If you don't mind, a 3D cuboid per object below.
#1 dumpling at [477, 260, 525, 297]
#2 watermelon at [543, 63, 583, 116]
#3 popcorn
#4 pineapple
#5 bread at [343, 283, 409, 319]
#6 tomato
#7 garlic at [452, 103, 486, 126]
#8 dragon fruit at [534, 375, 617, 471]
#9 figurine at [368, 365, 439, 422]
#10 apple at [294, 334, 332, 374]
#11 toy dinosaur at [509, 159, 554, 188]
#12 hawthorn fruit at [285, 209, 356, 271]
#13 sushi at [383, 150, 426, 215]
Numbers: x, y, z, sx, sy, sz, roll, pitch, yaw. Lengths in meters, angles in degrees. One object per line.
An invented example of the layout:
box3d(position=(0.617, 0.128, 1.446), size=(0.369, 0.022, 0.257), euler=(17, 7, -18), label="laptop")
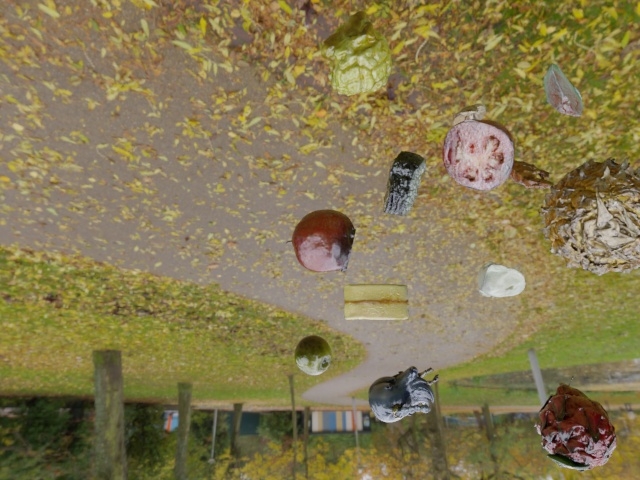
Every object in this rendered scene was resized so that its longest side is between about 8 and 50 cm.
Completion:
box3d(position=(0.616, 0.138, 1.365), size=(0.154, 0.112, 0.181), euler=(11, 173, 9), label="dumpling")
box3d(position=(0.722, -0.443, 1.203), size=(0.180, 0.094, 0.081), euler=(46, 122, -10), label="watermelon")
box3d(position=(0.118, -0.602, 1.295), size=(0.236, 0.252, 0.205), euler=(-22, -162, -34), label="popcorn")
box3d(position=(0.833, -0.071, 1.175), size=(0.352, 0.353, 0.300), euler=(-15, -169, 30), label="pineapple")
box3d(position=(0.243, 0.271, 1.790), size=(0.163, 0.168, 0.264), euler=(4, 170, -37), label="bread")
box3d(position=(0.474, -0.259, 1.180), size=(0.085, 0.225, 0.225), euler=(-34, 176, -35), label="tomato")
box3d(position=(0.508, -0.422, 1.371), size=(0.113, 0.074, 0.094), euler=(-16, 142, 29), label="garlic")
box3d(position=(0.793, 0.562, 1.260), size=(0.233, 0.293, 0.234), euler=(11, 144, 8), label="dragon fruit")
box3d(position=(0.307, 0.571, 1.495), size=(0.265, 0.175, 0.197), euler=(-36, 160, 21), label="figurine")
box3d(position=(-0.031, 0.562, 1.967), size=(0.156, 0.197, 0.196), euler=(18, 171, 39), label="apple")
box3d(position=(0.813, -0.286, 1.649), size=(0.208, 0.432, 0.097), euler=(14, 114, -29), label="toy dinosaur")
box3d(position=(0.000, 0.000, 1.368), size=(0.249, 0.216, 0.215), euler=(-5, 156, 24), label="hawthorn fruit")
box3d(position=(0.447, -0.310, 2.183), size=(0.170, 0.351, 0.211), euler=(22, -153, 23), label="sushi")
